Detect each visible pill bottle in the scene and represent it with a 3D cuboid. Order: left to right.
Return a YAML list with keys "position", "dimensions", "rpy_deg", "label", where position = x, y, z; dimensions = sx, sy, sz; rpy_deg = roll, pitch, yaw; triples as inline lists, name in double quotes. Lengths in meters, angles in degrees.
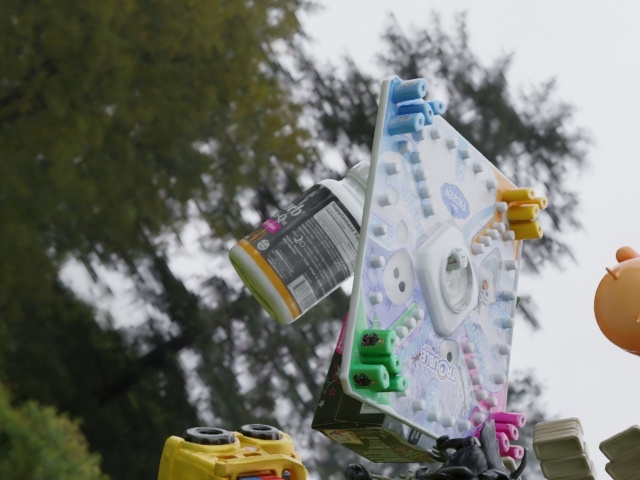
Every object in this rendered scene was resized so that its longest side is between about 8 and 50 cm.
- position: [0.000, 0.000, 2.169]
  dimensions: [0.162, 0.278, 0.162]
  rpy_deg: [50, -10, 13]
  label: "pill bottle"

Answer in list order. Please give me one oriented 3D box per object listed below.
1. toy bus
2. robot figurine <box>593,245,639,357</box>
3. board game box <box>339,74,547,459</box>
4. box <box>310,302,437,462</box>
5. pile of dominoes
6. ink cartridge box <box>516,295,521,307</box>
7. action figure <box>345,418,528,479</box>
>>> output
- position: [-0.091, 0.353, 1.875]
  dimensions: [0.211, 0.220, 0.149]
  rpy_deg: [4, -88, 50]
  label: "toy bus"
- position: [0.440, 0.096, 1.718]
  dimensions: [0.128, 0.158, 0.219]
  rpy_deg: [10, -9, 39]
  label: "robot figurine"
- position: [0.170, 0.048, 1.622]
  dimensions: [0.050, 0.390, 0.390]
  rpy_deg: [-5, -24, 33]
  label: "board game box"
- position: [0.120, 0.179, 1.864]
  dimensions: [0.142, 0.247, 0.163]
  rpy_deg: [33, -26, -32]
  label: "box"
- position: [0.337, 0.331, 1.627]
  dimensions: [0.040, 0.196, 0.251]
  rpy_deg: [-67, 139, -58]
  label: "pile of dominoes"
- position: [0.267, 0.170, 2.366]
  dimensions: [0.062, 0.209, 0.109]
  rpy_deg: [22, 7, -30]
  label: "ink cartridge box"
- position: [0.151, 0.308, 1.556]
  dimensions: [0.275, 0.164, 0.141]
  rpy_deg: [-17, -41, 38]
  label: "action figure"
